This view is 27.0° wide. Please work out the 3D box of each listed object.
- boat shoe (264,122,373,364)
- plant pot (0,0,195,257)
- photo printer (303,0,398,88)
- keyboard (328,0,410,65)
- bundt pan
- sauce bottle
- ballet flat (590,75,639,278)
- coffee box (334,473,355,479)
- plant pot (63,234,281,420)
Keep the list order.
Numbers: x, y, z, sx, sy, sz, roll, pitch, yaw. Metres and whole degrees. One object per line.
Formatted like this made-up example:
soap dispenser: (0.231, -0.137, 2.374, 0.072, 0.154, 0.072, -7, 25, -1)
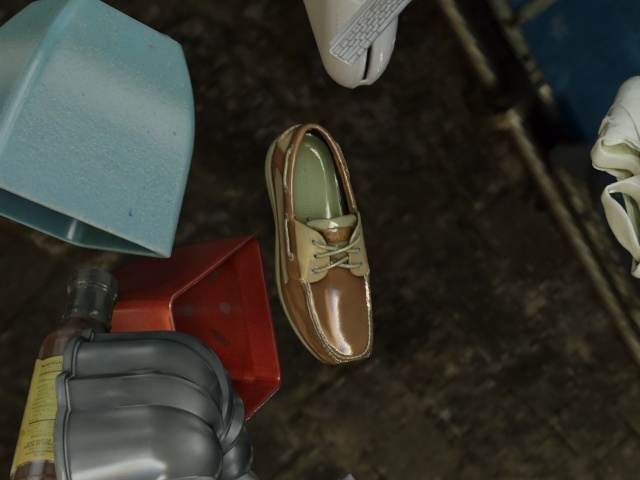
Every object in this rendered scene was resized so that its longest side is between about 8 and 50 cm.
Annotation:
boat shoe: (0.000, 0.000, 1.737, 0.120, 0.122, 0.324, 139, -63, -71)
plant pot: (-0.290, -0.143, 1.556, 0.247, 0.252, 0.247, 25, -12, -34)
photo printer: (0.030, -0.391, 1.940, 0.256, 0.107, 0.308, 95, -19, -67)
keyboard: (0.107, -0.306, 1.550, 0.014, 0.256, 0.072, 48, 12, 26)
bundt pan: (-0.123, 0.227, 1.170, 0.331, 0.124, 0.331, -13, 90, -86)
sauce bottle: (-0.315, 0.190, 1.705, 0.111, 0.111, 0.344, 48, 34, -38)
ballet flat: (0.496, -0.103, 2.092, 0.139, 0.139, 0.400, 47, 28, -51)
coffee box: (0.038, 0.436, 1.504, 0.297, 0.168, 0.119, 56, 21, -12)
plant pot: (-0.239, 0.153, 2.063, 0.267, 0.235, 0.267, -39, 126, -55)
